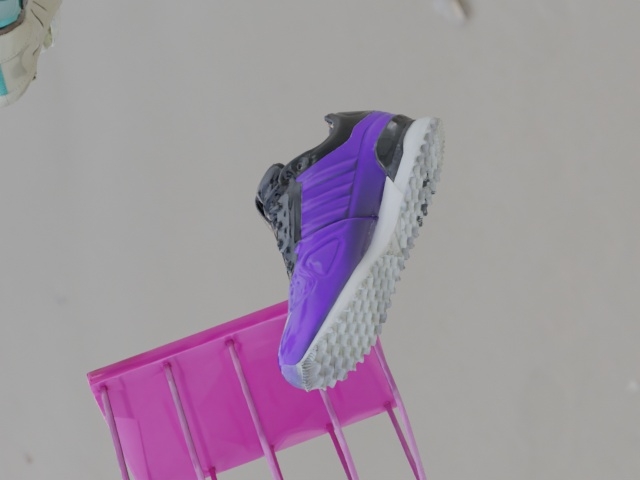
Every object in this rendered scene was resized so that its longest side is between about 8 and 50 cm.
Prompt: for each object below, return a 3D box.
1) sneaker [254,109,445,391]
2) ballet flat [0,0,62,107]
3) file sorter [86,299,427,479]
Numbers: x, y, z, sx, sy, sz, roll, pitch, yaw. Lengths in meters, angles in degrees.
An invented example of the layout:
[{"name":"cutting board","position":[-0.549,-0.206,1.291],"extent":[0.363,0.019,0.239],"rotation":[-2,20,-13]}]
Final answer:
[{"name":"sneaker","position":[0.000,0.000,1.663],"extent":[0.146,0.293,0.102],"rotation":[16,150,18]},{"name":"ballet flat","position":[-0.258,-0.179,1.548],"extent":[0.248,0.086,0.086],"rotation":[-87,-15,-63]},{"name":"file sorter","position":[-0.053,0.207,1.839],"extent":[0.202,0.291,0.182],"rotation":[73,176,-45]}]
